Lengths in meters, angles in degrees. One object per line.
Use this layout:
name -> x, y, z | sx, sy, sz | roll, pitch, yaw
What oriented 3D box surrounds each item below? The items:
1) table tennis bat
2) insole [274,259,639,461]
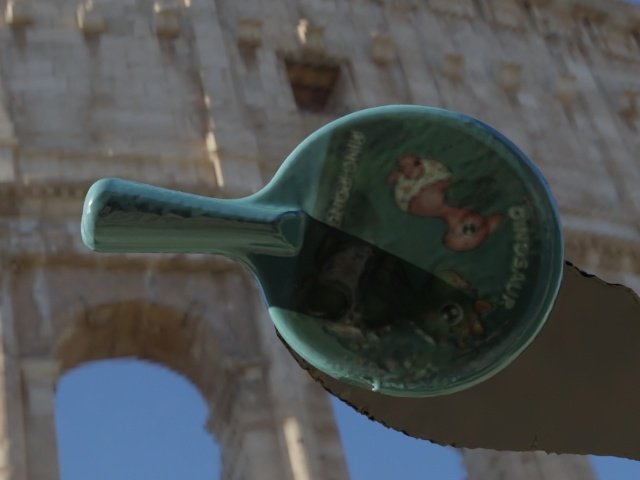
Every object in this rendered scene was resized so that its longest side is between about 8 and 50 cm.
table tennis bat -> 0.000, 0.000, 0.698 | 0.201, 0.124, 0.033 | 6, -16, 4
insole -> 0.124, 0.059, 0.796 | 0.322, 0.007, 0.109 | 14, -74, -22
